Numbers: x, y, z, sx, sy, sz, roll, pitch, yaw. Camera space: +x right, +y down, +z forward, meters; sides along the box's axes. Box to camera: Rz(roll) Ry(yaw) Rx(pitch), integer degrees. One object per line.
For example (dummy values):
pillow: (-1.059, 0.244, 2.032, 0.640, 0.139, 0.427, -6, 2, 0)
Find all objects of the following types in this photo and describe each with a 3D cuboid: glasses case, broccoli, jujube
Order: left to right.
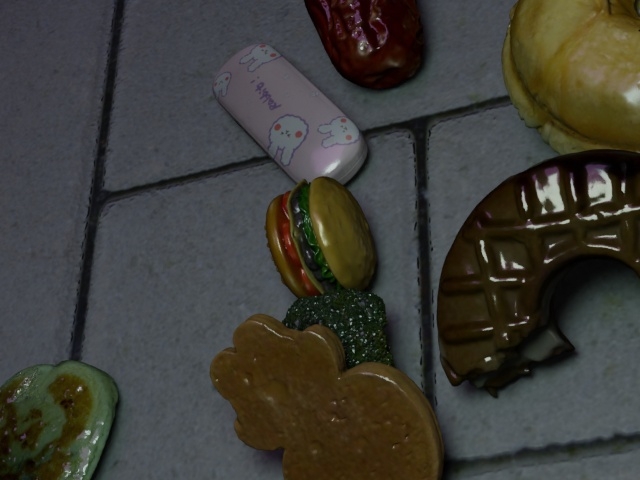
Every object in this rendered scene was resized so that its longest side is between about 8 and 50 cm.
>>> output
glasses case: (-0.046, -0.170, 1.785, 0.113, 0.075, 0.297, -43, 50, -1)
broccoli: (0.016, 0.136, 1.517, 0.145, 0.138, 0.162, -11, 59, 18)
jujube: (0.060, -0.313, 1.785, 0.155, 0.155, 0.230, -20, 63, 13)

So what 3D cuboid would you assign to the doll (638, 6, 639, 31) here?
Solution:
doll: (0.396, -0.324, 1.408, 0.149, 0.095, 0.192, -19, 57, 20)

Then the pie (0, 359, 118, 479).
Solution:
pie: (-0.361, 0.261, 1.678, 0.240, 0.054, 0.240, -14, 54, 20)

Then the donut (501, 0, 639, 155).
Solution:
donut: (0.429, -0.259, 1.532, 0.449, 0.198, 0.449, -13, 56, 20)

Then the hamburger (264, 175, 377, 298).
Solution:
hamburger: (0.000, 0.000, 1.603, 0.115, 0.162, 0.162, -20, 53, 17)

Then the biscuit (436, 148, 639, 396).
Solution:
biscuit: (0.303, 0.035, 1.403, 0.366, 0.115, 0.268, -5, 90, 22)

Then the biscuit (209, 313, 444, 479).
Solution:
biscuit: (0.007, 0.201, 1.449, 0.288, 0.044, 0.202, 36, 113, 11)
